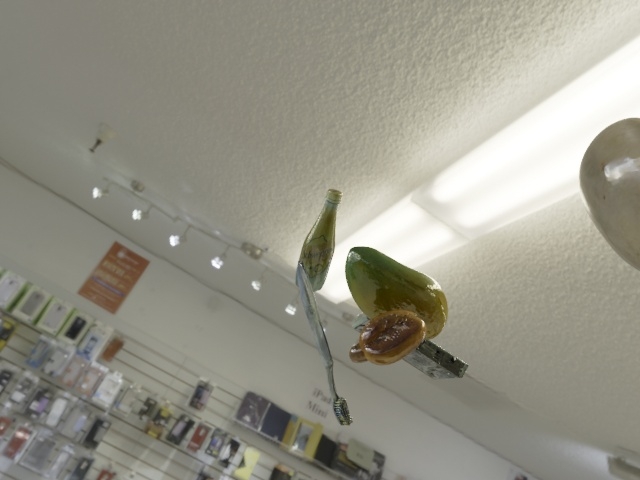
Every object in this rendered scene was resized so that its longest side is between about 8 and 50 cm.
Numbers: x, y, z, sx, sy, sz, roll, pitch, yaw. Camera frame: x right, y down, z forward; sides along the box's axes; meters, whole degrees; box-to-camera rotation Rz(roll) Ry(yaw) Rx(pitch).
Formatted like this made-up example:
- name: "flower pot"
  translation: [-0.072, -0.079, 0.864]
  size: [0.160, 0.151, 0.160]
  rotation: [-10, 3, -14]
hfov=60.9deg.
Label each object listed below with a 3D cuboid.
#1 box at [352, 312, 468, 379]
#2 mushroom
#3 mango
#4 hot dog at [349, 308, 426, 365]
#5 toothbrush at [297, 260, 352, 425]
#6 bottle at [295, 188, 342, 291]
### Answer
- name: "box"
  translation: [0.214, 0.262, 1.358]
  size: [0.270, 0.045, 0.211]
  rotation: [33, -18, 0]
- name: "mushroom"
  translation: [0.405, -0.057, 0.621]
  size: [0.206, 0.206, 0.209]
  rotation: [33, -31, -11]
- name: "mango"
  translation: [0.142, 0.109, 1.072]
  size: [0.237, 0.137, 0.091]
  rotation: [28, 13, 0]
- name: "hot dog"
  translation: [0.117, 0.175, 0.951]
  size: [0.090, 0.140, 0.060]
  rotation: [51, -11, 36]
- name: "toothbrush"
  translation: [0.004, 0.248, 1.313]
  size: [0.042, 0.035, 0.414]
  rotation: [-17, -91, 47]
- name: "bottle"
  translation: [0.000, 0.000, 1.351]
  size: [0.083, 0.083, 0.270]
  rotation: [21, -66, 14]
